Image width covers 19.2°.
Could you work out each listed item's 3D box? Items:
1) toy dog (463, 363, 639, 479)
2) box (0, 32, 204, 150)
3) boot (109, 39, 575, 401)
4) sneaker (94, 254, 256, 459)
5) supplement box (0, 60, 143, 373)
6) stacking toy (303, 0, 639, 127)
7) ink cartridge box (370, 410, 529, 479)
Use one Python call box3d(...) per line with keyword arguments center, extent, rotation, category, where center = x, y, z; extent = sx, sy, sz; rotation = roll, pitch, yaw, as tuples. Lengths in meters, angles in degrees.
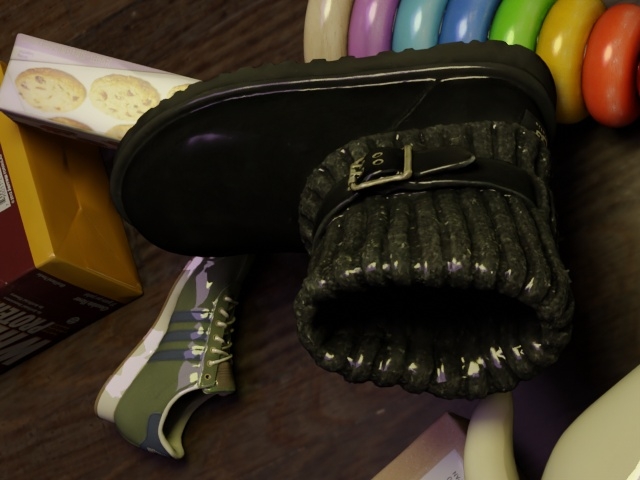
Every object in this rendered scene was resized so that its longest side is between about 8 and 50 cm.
box3d(center=(0.320, 0.088, 1.161), extent=(0.395, 0.284, 0.408), rotation=(21, 82, 43), category="toy dog")
box3d(center=(-0.087, -0.086, 1.460), extent=(0.324, 0.063, 0.067), rotation=(16, 84, 7), category="box")
box3d(center=(-0.001, -0.003, 1.266), extent=(0.348, 0.131, 0.260), rotation=(-13, 40, 20), category="boot")
box3d(center=(-0.091, 0.087, 1.490), extent=(0.086, 0.064, 0.192), rotation=(38, 96, 24), category="sneaker")
box3d(center=(-0.283, -0.007, 1.579), extent=(0.194, 0.129, 0.191), rotation=(-29, 64, 19), category="supplement box")
box3d(center=(0.160, -0.141, 1.380), extent=(0.330, 0.141, 0.141), rotation=(10, 81, 26), category="stacking toy")
box3d(center=(0.100, 0.270, 1.314), extent=(0.193, 0.088, 0.235), rotation=(-44, 61, 10), category="ink cartridge box")
